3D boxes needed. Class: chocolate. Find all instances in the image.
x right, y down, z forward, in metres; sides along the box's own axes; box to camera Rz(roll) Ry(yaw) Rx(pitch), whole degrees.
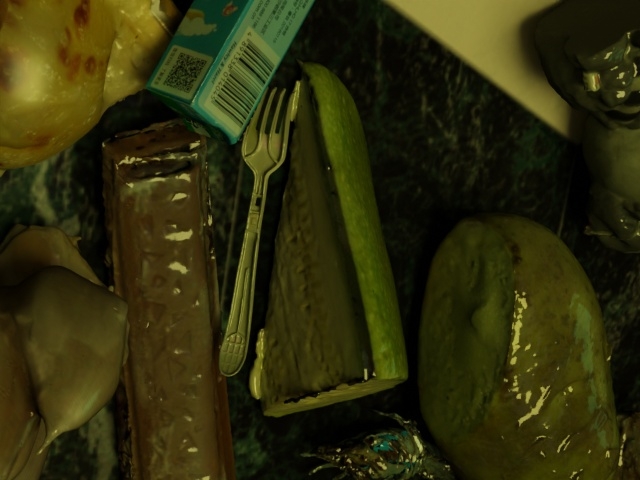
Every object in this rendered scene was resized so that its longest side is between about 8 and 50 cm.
[{"bbox_3d":[-0.109,0.071,1.105,0.102,0.065,0.329,-15,117,-28],"label":"chocolate"}]

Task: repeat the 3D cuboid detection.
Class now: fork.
[{"bbox_3d":[-0.053,-0.008,1.095,0.034,0.028,0.219,11,87,2],"label":"fork"}]

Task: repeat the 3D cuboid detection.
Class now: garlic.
[{"bbox_3d":[-0.219,0.128,0.958,0.237,0.292,0.210,-16,117,18],"label":"garlic"}]

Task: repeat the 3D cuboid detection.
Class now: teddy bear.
[{"bbox_3d":[0.288,-0.113,1.242,0.171,0.144,0.251,-50,130,-24],"label":"teddy bear"}]

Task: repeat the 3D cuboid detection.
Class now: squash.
[{"bbox_3d":[0.000,0.000,1.175,0.093,0.169,0.252,-4,76,-34],"label":"squash"}]

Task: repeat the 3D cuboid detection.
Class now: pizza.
[{"bbox_3d":[-0.169,-0.118,0.985,0.204,0.080,0.188,22,95,-38],"label":"pizza"}]

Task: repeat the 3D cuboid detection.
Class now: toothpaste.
[{"bbox_3d":[-0.027,-0.198,1.030,0.065,0.050,0.266,39,77,-52],"label":"toothpaste"}]

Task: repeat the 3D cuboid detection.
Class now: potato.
[{"bbox_3d":[0.165,0.109,1.251,0.176,0.141,0.298,-33,115,-36],"label":"potato"}]

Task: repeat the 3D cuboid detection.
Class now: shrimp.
[{"bbox_3d":[0.058,0.189,1.270,0.082,0.076,0.174,-32,140,32],"label":"shrimp"}]

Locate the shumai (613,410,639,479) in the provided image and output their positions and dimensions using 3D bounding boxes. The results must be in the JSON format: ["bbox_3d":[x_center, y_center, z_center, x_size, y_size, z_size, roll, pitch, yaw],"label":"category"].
[{"bbox_3d":[0.308,0.264,1.411,0.153,0.161,0.209,1,85,-55],"label":"shumai"}]
